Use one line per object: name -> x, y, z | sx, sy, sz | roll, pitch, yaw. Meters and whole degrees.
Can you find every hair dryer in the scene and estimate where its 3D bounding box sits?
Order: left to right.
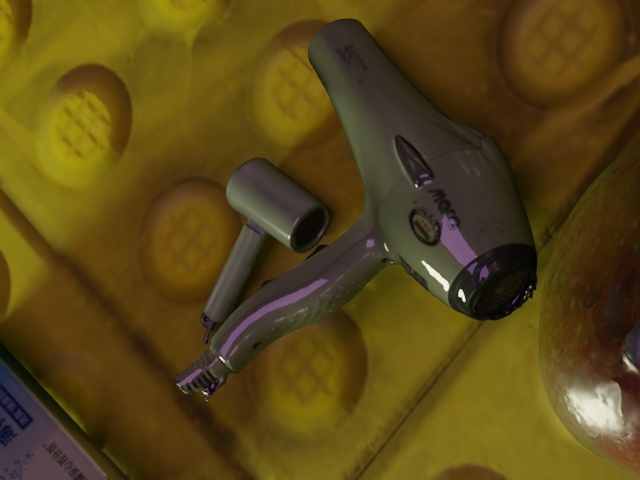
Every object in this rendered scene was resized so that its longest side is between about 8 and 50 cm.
hair dryer -> -0.046, 0.015, 1.144 | 0.063, 0.038, 0.124 | 37, 108, 31
hair dryer -> 0.009, -0.030, 1.078 | 0.224, 0.088, 0.219 | -18, 56, 18

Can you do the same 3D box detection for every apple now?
apple -> 0.206, 0.024, 0.897 | 0.207, 0.173, 0.188 | -87, 19, -60

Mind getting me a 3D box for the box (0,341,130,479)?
box -> -0.228, 0.155, 1.193 | 0.139, 0.073, 0.194 | -47, 59, -3
